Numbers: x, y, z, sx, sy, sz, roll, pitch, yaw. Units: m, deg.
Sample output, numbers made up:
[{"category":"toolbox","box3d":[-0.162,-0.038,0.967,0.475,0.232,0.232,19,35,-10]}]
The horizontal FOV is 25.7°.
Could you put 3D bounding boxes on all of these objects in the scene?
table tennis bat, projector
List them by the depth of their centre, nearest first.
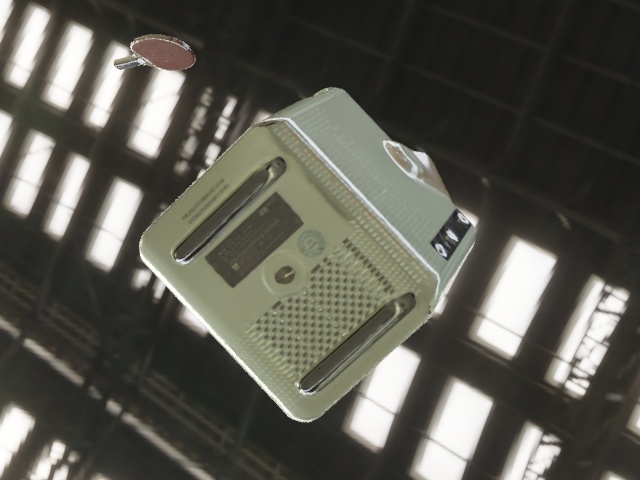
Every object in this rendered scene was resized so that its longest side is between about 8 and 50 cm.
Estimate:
[{"category":"projector","box3d":[0.000,0.000,1.029,0.163,0.242,0.177,-42,-91,19]},{"category":"table tennis bat","box3d":[-0.138,-0.150,1.140,0.083,0.050,0.007,-7,-117,39]}]
